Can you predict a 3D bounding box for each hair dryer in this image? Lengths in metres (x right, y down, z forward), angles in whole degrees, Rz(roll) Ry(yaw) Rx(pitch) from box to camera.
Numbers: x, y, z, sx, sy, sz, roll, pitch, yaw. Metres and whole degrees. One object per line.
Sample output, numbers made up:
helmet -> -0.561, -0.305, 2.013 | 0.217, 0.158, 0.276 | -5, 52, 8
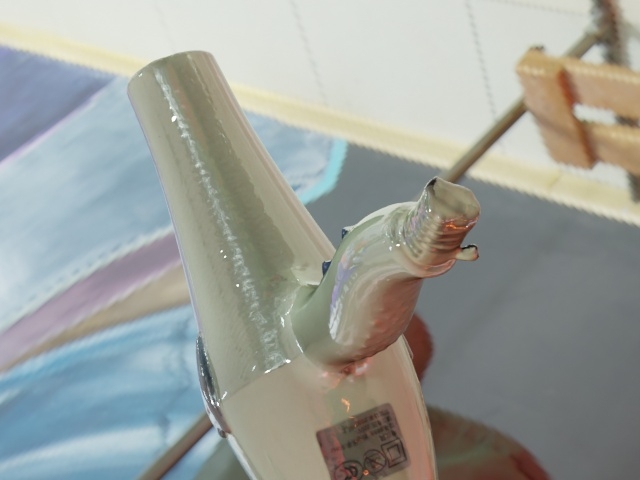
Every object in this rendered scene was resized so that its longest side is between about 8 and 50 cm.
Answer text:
hair dryer -> -0.020, -0.013, 0.726 | 0.296, 0.119, 0.298 | 55, 153, 33
